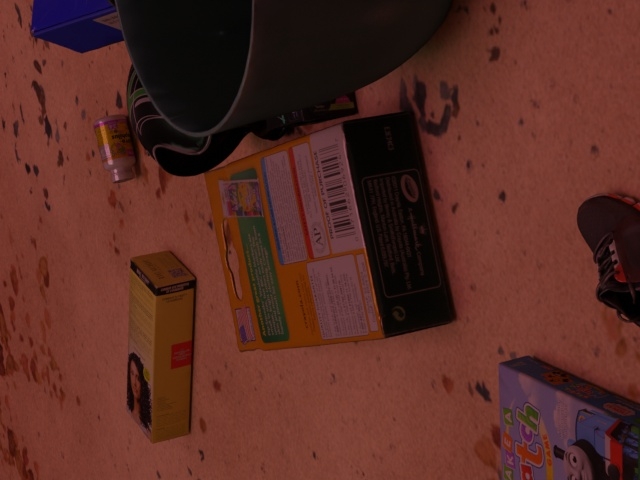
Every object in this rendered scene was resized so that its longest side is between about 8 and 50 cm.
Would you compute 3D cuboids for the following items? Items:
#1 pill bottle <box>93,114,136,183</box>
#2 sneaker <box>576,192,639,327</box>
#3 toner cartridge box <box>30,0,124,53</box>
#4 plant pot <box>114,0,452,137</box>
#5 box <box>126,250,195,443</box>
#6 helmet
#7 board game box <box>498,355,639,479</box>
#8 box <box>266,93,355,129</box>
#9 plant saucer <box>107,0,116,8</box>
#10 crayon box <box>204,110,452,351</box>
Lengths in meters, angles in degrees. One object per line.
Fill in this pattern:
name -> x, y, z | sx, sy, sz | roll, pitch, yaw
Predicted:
pill bottle -> -0.262, -0.117, 2.220 | 0.043, 0.043, 0.083 | -21, 81, 62
sneaker -> 0.233, 0.021, 1.310 | 0.158, 0.065, 0.061 | 53, 143, 40
toner cartridge box -> -0.214, -0.385, 1.831 | 0.165, 0.075, 0.347 | -8, 72, 40
plant pot -> -0.023, -0.251, 1.511 | 0.293, 0.235, 0.293 | 31, 127, 54
box -> -0.203, 0.136, 2.188 | 0.087, 0.058, 0.232 | 40, 133, 50
helmet -> -0.126, -0.154, 1.827 | 0.161, 0.169, 0.169 | -2, 98, 48
board game box -> 0.222, 0.200, 1.426 | 0.211, 0.039, 0.160 | 23, 120, 59
box -> -0.013, -0.142, 1.719 | 0.083, 0.062, 0.052 | -8, 92, 62
plant saucer -> -0.155, -0.369, 1.657 | 0.044, 0.317, 0.317 | 16, 119, 24
crayon box -> 0.000, 0.000, 1.726 | 0.323, 0.083, 0.203 | -12, 89, 62
